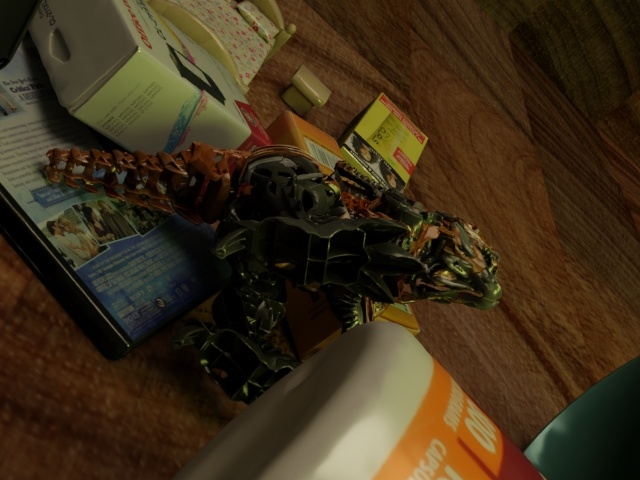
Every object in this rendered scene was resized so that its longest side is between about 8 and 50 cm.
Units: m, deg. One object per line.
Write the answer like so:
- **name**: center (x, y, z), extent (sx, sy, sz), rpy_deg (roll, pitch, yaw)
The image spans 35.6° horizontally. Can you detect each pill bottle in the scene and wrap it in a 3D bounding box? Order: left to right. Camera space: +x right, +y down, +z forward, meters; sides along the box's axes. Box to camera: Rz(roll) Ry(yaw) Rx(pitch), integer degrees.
- **pill bottle**: center (0.083, 0.248, 0.455), extent (0.392, 0.224, 0.224), rpy_deg (47, 25, -3)

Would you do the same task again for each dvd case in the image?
- **dvd case**: center (-0.175, -0.045, 0.703), extent (0.253, 0.022, 0.180), rpy_deg (50, 25, 2)

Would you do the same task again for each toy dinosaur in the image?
- **toy dinosaur**: center (-0.023, 0.006, 0.700), extent (0.322, 0.164, 0.218), rpy_deg (-1, 32, -3)

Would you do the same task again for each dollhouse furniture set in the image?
- **dollhouse furniture set**: center (-0.102, -0.253, 0.942), extent (0.355, 0.174, 0.303), rpy_deg (43, 26, -12)

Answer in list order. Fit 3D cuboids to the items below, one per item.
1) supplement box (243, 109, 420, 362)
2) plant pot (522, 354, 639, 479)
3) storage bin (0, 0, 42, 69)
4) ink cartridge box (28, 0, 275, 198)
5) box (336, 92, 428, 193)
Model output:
- **supplement box**: center (0.000, 0.000, 0.858), extent (0.080, 0.078, 0.233), rpy_deg (28, 32, -44)
- **plant pot**: center (0.337, 0.239, 0.833), extent (0.235, 0.293, 0.293), rpy_deg (54, 24, -2)
- **storage bin**: center (-0.265, -0.195, 0.617), extent (0.180, 0.122, 0.084), rpy_deg (16, 32, -38)
- **ink cartridge box**: center (-0.128, -0.119, 0.775), extent (0.175, 0.072, 0.127), rpy_deg (34, 20, -51)
- **box**: center (0.058, -0.091, 1.106), extent (0.087, 0.058, 0.232), rpy_deg (45, 24, -5)
